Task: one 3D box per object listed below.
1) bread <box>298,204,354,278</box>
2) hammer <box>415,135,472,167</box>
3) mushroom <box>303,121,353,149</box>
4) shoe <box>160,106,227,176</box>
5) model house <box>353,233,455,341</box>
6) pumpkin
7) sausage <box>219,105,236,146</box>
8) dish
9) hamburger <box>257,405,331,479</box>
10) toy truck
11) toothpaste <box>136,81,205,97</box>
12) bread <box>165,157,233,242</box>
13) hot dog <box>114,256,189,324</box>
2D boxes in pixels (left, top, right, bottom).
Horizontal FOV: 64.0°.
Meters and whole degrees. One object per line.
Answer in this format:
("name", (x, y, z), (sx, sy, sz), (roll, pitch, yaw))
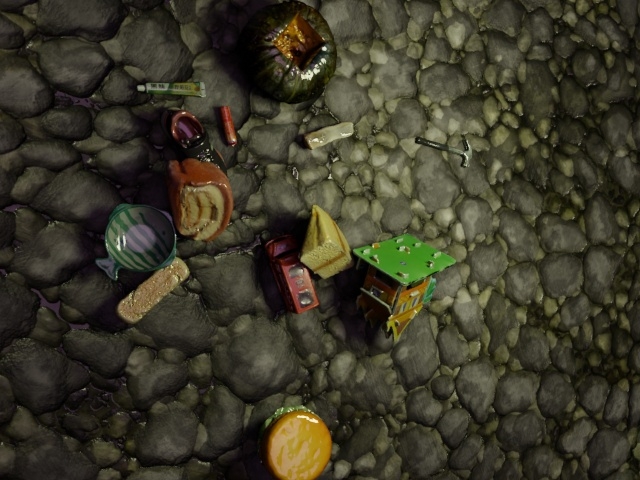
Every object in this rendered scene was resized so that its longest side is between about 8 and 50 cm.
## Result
("bread", (0.000, 0.000, 1.686), (0.135, 0.240, 0.178), (-26, 63, 12))
("hammer", (0.473, -0.360, 1.954), (0.247, 0.029, 0.103), (14, 86, -21))
("mushroom", (0.029, -0.364, 1.761), (0.202, 0.054, 0.059), (-25, 106, -26))
("shoe", (-0.368, -0.281, 1.546), (0.114, 0.137, 0.290), (-38, 106, -17))
("model house", (0.266, 0.170, 1.808), (0.358, 0.243, 0.312), (-18, 132, -46))
("pumpkin", (-0.094, -0.598, 1.623), (0.321, 0.192, 0.320), (0, 89, -24))
("sausage", (-0.293, -0.361, 1.631), (0.034, 0.034, 0.129), (-13, 96, -22))
("dish", (-0.539, 0.004, 1.509), (0.246, 0.078, 0.224), (-44, 102, -13))
("hamburger", (-0.091, 0.659, 1.664), (0.246, 0.170, 0.245), (5, 77, -21))
("toy truck", (-0.092, 0.108, 1.681), (0.108, 0.114, 0.252), (-22, 100, -19))
("toothpaste", (-0.454, -0.463, 1.564), (0.204, 0.031, 0.049), (-6, 94, -25))
("bread", (-0.355, -0.110, 1.512), (0.190, 0.123, 0.244), (-3, 125, -11))
("hot dog", (-0.503, 0.147, 1.533), (0.242, 0.073, 0.084), (-45, 105, -16))
